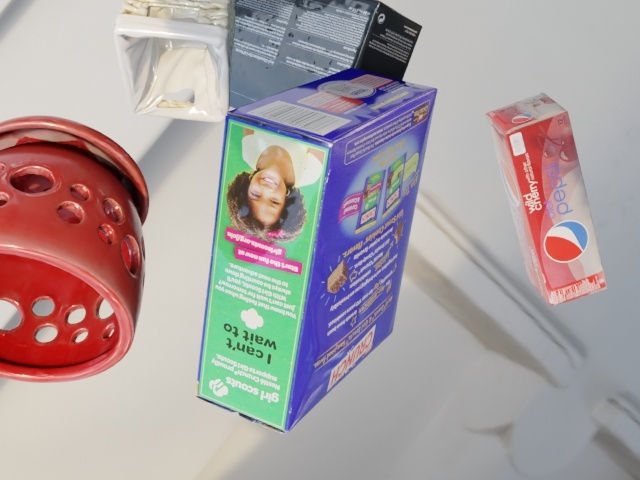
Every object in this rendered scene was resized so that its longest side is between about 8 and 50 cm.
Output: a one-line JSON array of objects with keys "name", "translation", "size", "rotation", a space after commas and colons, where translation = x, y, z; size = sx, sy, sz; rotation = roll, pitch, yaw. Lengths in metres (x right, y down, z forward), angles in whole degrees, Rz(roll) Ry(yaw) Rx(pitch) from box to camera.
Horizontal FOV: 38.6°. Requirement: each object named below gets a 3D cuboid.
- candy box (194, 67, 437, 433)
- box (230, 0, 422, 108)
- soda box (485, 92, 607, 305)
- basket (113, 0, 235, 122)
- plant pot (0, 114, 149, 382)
[{"name": "candy box", "translation": [0.000, 0.000, 0.972], "size": [0.122, 0.317, 0.268], "rotation": [18, -154, 22]}, {"name": "box", "translation": [-0.021, -0.234, 1.194], "size": [0.261, 0.184, 0.103], "rotation": [28, -171, 39]}, {"name": "soda box", "translation": [0.293, -0.050, 1.187], "size": [0.092, 0.084, 0.263], "rotation": [-109, -1, -65]}, {"name": "basket", "translation": [-0.149, -0.213, 0.975], "size": [0.113, 0.103, 0.167], "rotation": [6, 157, -3]}, {"name": "plant pot", "translation": [-0.241, 0.004, 0.791], "size": [0.191, 0.191, 0.174], "rotation": [40, -145, -32]}]
